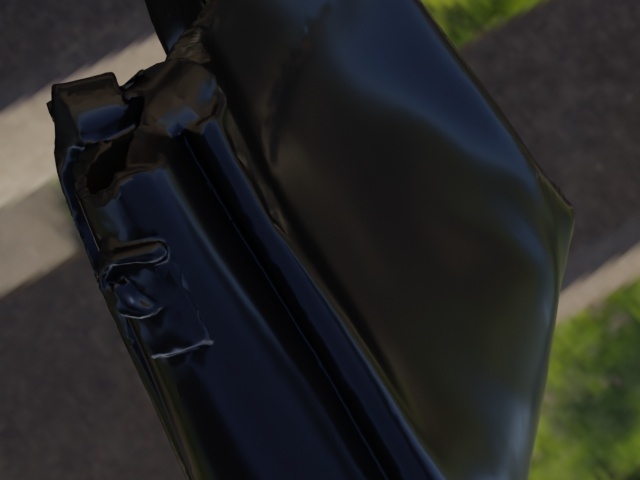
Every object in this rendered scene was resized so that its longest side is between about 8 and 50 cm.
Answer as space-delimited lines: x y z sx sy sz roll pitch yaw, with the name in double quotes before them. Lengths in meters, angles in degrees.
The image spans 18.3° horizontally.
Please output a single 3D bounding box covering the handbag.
"handbag" -0.001 0.000 0.743 0.113 0.285 0.257 -15 121 24
